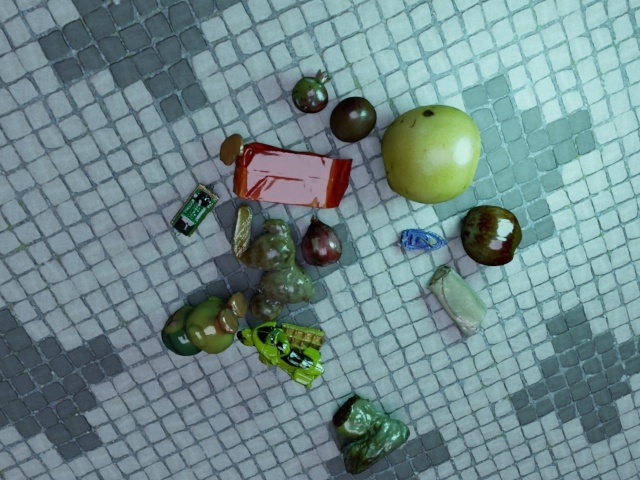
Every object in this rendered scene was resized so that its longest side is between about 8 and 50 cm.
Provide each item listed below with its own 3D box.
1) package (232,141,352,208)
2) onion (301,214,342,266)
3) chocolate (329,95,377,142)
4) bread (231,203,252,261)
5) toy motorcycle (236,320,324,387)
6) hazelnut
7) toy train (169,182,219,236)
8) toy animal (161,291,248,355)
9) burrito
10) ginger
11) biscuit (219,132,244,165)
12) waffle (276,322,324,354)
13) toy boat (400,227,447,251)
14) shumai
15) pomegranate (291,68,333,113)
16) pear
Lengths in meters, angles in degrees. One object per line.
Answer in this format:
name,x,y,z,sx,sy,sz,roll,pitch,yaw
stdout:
package,-0.102,-0.226,1.810,0.422,0.123,0.196,8,106,-6
onion,0.000,0.000,1.867,0.159,0.159,0.195,-11,86,-3
chocolate,0.108,-0.420,1.753,0.176,0.177,0.177,-1,104,-5
bread,-0.290,-0.030,1.876,0.073,0.053,0.215,1,103,-25
toy motorcycle,-0.142,0.408,1.892,0.342,0.206,0.142,33,65,-10
hazelnut,0.620,-0.027,1.875,0.217,0.234,0.218,8,139,7
toy train,-0.444,-0.100,1.802,0.091,0.136,0.228,38,100,-13
toy animal,-0.415,0.320,1.853,0.338,0.216,0.191,-18,115,23
burrito,0.542,0.235,1.999,0.143,0.105,0.299,-37,106,14
ginger,-0.160,0.105,1.863,0.255,0.176,0.376,-8,103,0
biscuit,-0.310,-0.315,1.775,0.019,0.130,0.102,9,65,-45
waffle,-0.107,0.408,2.003,0.210,0.055,0.161,14,103,-9
toy boat,0.394,0.007,1.922,0.174,0.110,0.091,6,104,-9
shumai,0.181,0.762,2.080,0.309,0.304,0.264,-37,70,6
pomegranate,-0.024,-0.503,1.759,0.159,0.129,0.130,-43,109,-39
pear,0.366,-0.285,1.728,0.347,0.348,0.349,-1,104,-5
